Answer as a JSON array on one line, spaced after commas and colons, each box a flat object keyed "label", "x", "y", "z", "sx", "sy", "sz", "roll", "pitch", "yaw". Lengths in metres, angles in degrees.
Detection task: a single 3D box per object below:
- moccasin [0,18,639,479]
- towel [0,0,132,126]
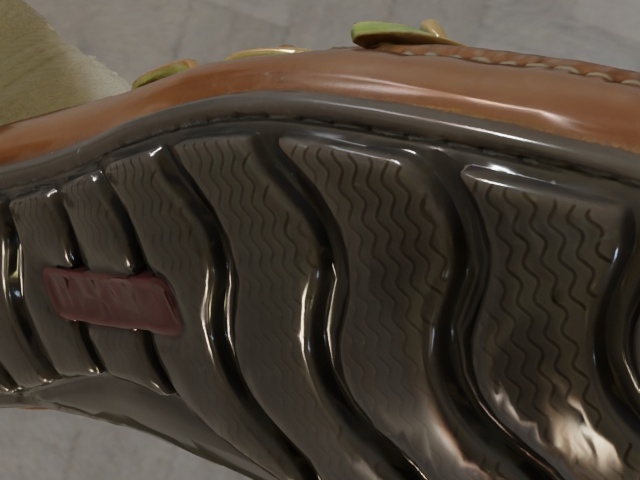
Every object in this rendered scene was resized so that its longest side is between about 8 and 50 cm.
[{"label": "moccasin", "x": 0.001, "y": 0.003, "z": 0.490, "sx": 0.147, "sy": 0.380, "sz": 0.139, "roll": -30, "pitch": 103, "yaw": -34}, {"label": "towel", "x": -0.258, "y": -0.049, "z": 1.027, "sx": 0.282, "sy": 0.187, "sz": 0.049, "roll": -35, "pitch": 144, "yaw": -25}]
